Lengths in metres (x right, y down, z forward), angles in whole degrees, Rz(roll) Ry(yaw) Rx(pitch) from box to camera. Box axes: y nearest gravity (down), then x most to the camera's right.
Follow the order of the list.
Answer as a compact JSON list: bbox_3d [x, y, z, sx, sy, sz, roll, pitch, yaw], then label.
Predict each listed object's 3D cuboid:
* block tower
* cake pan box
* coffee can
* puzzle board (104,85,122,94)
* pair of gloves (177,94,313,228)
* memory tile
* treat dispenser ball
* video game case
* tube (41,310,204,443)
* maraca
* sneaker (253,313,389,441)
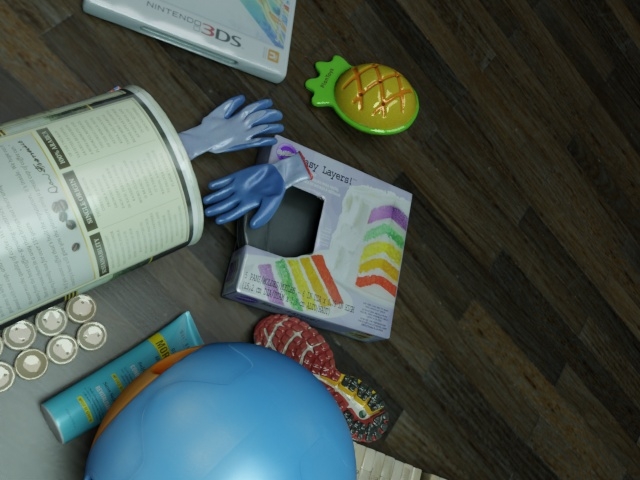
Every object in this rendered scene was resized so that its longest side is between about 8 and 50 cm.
[{"bbox_3d":[0.124,0.377,0.878,0.336,0.091,0.097,27,68,-22],"label":"block tower"},{"bbox_3d":[0.000,0.000,0.900,0.267,0.070,0.245,22,67,-24],"label":"cake pan box"},{"bbox_3d":[-0.296,-0.032,0.648,0.275,0.201,0.201,-27,94,-29],"label":"coffee can"},{"bbox_3d":[-0.264,-0.133,0.807,0.096,0.011,0.128,-45,103,-29],"label":"puzzle board"},{"bbox_3d":[-0.105,-0.110,0.833,0.159,0.023,0.198,-25,72,-9],"label":"pair of gloves"},{"bbox_3d":[-0.337,0.103,0.714,0.148,0.012,0.113,-24,92,-32],"label":"memory tile"},{"bbox_3d":[-0.104,0.255,0.656,0.288,0.288,0.288,7,76,-29],"label":"treat dispenser ball"},{"bbox_3d":[-0.170,-0.435,0.910,0.300,0.036,0.328,14,73,-27],"label":"video game case"},{"bbox_3d":[-0.233,0.170,0.745,0.207,0.052,0.080,-29,106,-37],"label":"tube"},{"bbox_3d":[0.069,-0.235,0.975,0.186,0.099,0.127,23,64,4],"label":"maraca"},{"bbox_3d":[-0.013,0.199,0.843,0.225,0.092,0.088,46,60,5],"label":"sneaker"}]
